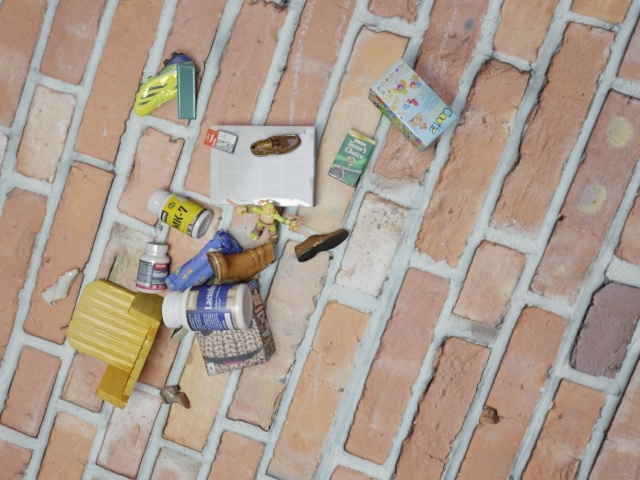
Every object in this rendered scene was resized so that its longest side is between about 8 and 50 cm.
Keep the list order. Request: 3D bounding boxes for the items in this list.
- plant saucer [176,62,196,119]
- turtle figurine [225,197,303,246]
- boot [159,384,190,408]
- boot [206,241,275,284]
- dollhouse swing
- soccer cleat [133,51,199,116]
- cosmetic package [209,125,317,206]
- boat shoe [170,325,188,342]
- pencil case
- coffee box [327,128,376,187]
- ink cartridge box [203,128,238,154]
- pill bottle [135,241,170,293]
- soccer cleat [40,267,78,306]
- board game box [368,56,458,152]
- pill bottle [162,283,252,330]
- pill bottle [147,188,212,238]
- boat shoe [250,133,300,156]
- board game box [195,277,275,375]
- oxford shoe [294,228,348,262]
[{"bbox_3d":[-0.485,-0.537,1.481,0.067,0.018,0.191,-4,115,-24],"label":"plant saucer"},{"bbox_3d":[-0.201,-0.076,1.444,0.270,0.217,0.087,13,55,-6],"label":"turtle figurine"},{"bbox_3d":[-0.576,0.623,1.603,0.087,0.042,0.118,-28,90,12],"label":"boot"},{"bbox_3d":[-0.262,0.070,1.409,0.220,0.283,0.109,-24,67,-12],"label":"boot"},{"bbox_3d":[-0.775,0.349,1.485,0.305,0.315,0.346,23,96,-18],"label":"dollhouse swing"},{"bbox_3d":[-0.567,-0.553,1.495,0.121,0.093,0.289,44,96,-6],"label":"soccer cleat"},{"bbox_3d":[-0.204,-0.266,1.482,0.378,0.097,0.284,2,95,5],"label":"cosmetic package"},{"bbox_3d":[-0.538,0.340,1.578,0.133,0.049,0.042,-52,56,14],"label":"boat shoe"},{"bbox_3d":[-0.434,0.093,1.507,0.306,0.133,0.119,-40,93,7],"label":"pencil case"},{"bbox_3d":[0.114,-0.298,1.482,0.113,0.040,0.184,28,96,2],"label":"coffee box"},{"bbox_3d":[-0.353,-0.350,1.430,0.115,0.029,0.062,19,94,4],"label":"ink cartridge box"},{"bbox_3d":[-0.626,0.100,1.534,0.108,0.108,0.180,10,95,4],"label":"pill bottle"},{"bbox_3d":[-1.005,0.181,1.594,0.196,0.068,0.076,-37,95,13],"label":"soccer cleat"},{"bbox_3d":[0.311,-0.458,1.405,0.144,0.142,0.275,-43,89,6],"label":"board game box"},{"bbox_3d":[-0.371,0.224,1.356,0.265,0.153,0.153,-3,94,4],"label":"pill bottle"},{"bbox_3d":[-0.519,-0.101,1.507,0.209,0.119,0.119,27,95,3],"label":"pill bottle"},{"bbox_3d":[-0.156,-0.326,1.399,0.178,0.060,0.064,-11,91,5],"label":"boat shoe"},{"bbox_3d":[-0.325,0.315,1.508,0.232,0.141,0.290,-16,93,5],"label":"board game box"},{"bbox_3d":[0.000,0.000,1.502,0.213,0.076,0.076,-23,52,-4],"label":"oxford shoe"}]
